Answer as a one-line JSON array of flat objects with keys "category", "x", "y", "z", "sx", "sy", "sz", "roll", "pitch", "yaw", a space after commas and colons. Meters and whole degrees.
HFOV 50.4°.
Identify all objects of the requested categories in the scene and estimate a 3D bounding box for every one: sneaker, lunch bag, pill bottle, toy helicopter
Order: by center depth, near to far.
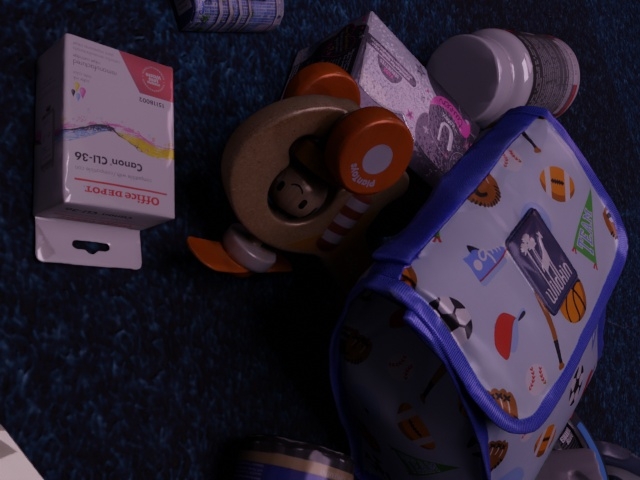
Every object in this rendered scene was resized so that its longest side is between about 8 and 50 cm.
[{"category": "pill bottle", "x": -0.044, "y": 0.311, "z": 0.661, "sx": 0.123, "sy": 0.123, "sz": 0.219, "roll": 31, "pitch": 60, "yaw": -36}, {"category": "lunch bag", "x": 0.179, "y": 0.091, "z": 0.752, "sx": 0.328, "sy": 0.239, "sz": 0.385, "roll": -45, "pitch": 137, "yaw": -34}, {"category": "toy helicopter", "x": 0.000, "y": 0.000, "z": 0.755, "sx": 0.235, "sy": 0.140, "sz": 0.355, "roll": -33, "pitch": 135, "yaw": -4}, {"category": "pill bottle", "x": 0.309, "y": -0.273, "z": 1.149, "sx": 0.283, "sy": 0.161, "sz": 0.161, "roll": -13, "pitch": 89, "yaw": -47}, {"category": "sneaker", "x": 0.550, "y": 0.478, "z": 1.234, "sx": 0.319, "sy": 0.112, "sz": 0.131, "roll": 43, "pitch": 49, "yaw": -28}]

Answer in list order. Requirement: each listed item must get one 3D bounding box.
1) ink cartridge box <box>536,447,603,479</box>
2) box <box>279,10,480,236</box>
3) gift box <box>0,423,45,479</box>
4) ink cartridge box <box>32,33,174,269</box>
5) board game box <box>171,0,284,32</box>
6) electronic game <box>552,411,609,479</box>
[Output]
[{"category": "ink cartridge box", "x": 0.316, "y": 0.455, "z": 0.866, "sx": 0.226, "sy": 0.131, "sz": 0.306, "roll": -22, "pitch": 102, "yaw": -74}, {"category": "box", "x": 0.080, "y": -0.144, "z": 0.895, "sx": 0.247, "sy": 0.142, "sz": 0.163, "roll": 38, "pitch": 55, "yaw": -33}, {"category": "gift box", "x": -0.219, "y": 0.284, "z": 0.399, "sx": 0.255, "sy": 0.276, "sz": 0.258, "roll": -38, "pitch": 92, "yaw": -35}, {"category": "ink cartridge box", "x": -0.202, "y": -0.077, "z": 0.642, "sx": 0.115, "sy": 0.067, "sz": 0.198, "roll": 7, "pitch": 75, "yaw": -45}, {"category": "board game box", "x": -0.105, "y": -0.355, "z": 0.821, "sx": 0.194, "sy": 0.060, "sz": 0.194, "roll": -19, "pitch": 93, "yaw": -46}, {"category": "electronic game", "x": 0.384, "y": 0.329, "z": 1.096, "sx": 0.229, "sy": 0.048, "sz": 0.229, "roll": 30, "pitch": 35, "yaw": -24}]
